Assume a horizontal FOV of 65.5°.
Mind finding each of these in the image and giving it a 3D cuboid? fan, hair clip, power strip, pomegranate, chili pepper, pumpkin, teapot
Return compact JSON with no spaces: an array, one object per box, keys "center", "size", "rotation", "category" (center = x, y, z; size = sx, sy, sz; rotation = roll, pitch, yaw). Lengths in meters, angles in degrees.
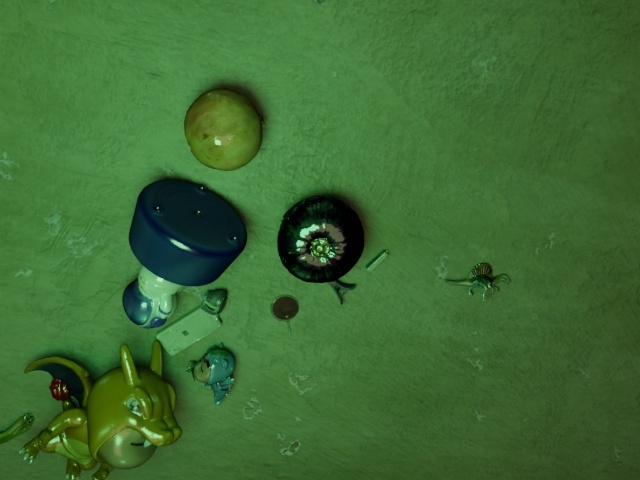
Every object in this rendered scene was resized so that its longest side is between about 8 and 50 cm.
[{"center":[-0.098,0.217,1.438],"size":[0.085,0.005,0.134],"rotation":[-11,110,-4],"category":"fan"},{"center":[-0.010,0.093,1.394],"size":[0.229,0.039,0.070],"rotation":[35,102,-12],"category":"hair clip"},{"center":[0.160,0.056,1.402],"size":[0.083,0.027,0.017],"rotation":[-45,108,7],"category":"power strip"},{"center":[-0.222,-0.258,1.159],"size":[0.191,0.191,0.191],"rotation":[-2,110,-6],"category":"pomegranate"},{"center":[-0.924,0.559,1.437],"size":[0.201,0.050,0.052],"rotation":[-19,148,-2],"category":"chili pepper"},{"center":[0.000,0.000,1.289],"size":[0.232,0.163,0.233],"rotation":[-2,106,-6],"category":"pumpkin"},{"center":[-0.370,0.251,1.400],"size":[0.192,0.035,0.081],"rotation":[-32,110,5],"category":"power strip"},{"center":[-0.292,0.168,1.356],"size":[0.056,0.088,0.066],"rotation":[15,122,2],"category":"teapot"}]

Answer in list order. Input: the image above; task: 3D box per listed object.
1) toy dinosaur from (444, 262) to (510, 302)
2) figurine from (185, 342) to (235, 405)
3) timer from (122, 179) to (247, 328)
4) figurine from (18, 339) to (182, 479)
[{"center":[0.465,0.113,1.458],"size":[0.187,0.044,0.106],"rotation":[27,91,-2],"category":"toy dinosaur"},{"center":[-0.313,0.389,1.425],"size":[0.144,0.114,0.178],"rotation":[-4,119,-4],"category":"figurine"},{"center":[-0.381,0.072,1.243],"size":[0.270,0.270,0.384],"rotation":[27,117,-16],"category":"timer"},{"center":[-0.581,0.453,1.315],"size":[0.387,0.268,0.401],"rotation":[-31,107,14],"category":"figurine"}]
